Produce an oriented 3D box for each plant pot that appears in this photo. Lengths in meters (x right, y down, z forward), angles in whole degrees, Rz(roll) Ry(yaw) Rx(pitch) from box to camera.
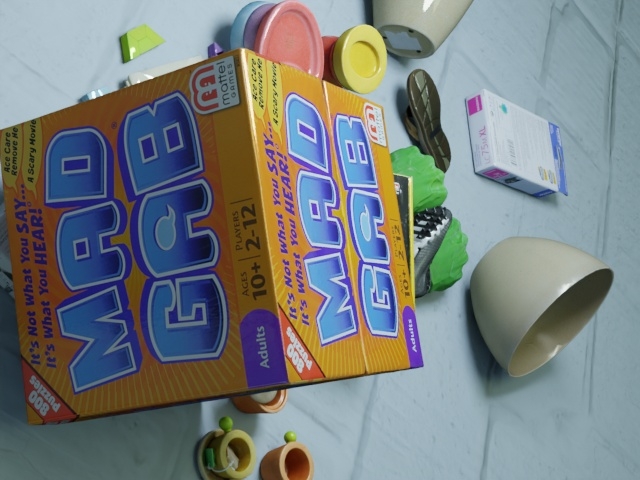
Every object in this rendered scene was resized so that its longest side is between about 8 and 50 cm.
[{"bbox_3d":[0.207,-0.513,2.048,0.256,0.256,0.274,31,70,-37],"label":"plant pot"},{"bbox_3d":[0.407,0.101,2.004,0.284,0.284,0.191,-5,43,-49],"label":"plant pot"}]

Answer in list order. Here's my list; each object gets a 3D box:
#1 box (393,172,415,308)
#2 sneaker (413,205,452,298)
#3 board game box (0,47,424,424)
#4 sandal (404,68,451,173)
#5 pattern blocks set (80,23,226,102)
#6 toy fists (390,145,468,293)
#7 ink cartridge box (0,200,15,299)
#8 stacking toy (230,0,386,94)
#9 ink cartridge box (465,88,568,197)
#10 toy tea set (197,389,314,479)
[{"bbox_3d":[0.000,0.000,1.624,0.322,0.079,0.257,10,74,-30],"label":"box"},{"bbox_3d":[0.164,0.042,1.804,0.234,0.078,0.106,-51,131,-23],"label":"sneaker"},{"bbox_3d":[-0.125,0.016,1.261,0.356,0.356,0.356,7,73,-62],"label":"board game box"},{"bbox_3d":[0.207,-0.235,2.052,0.090,0.060,0.219,-43,122,-42],"label":"sandal"},{"bbox_3d":[-0.214,-0.203,1.580,0.285,0.026,0.325,55,42,-16],"label":"pattern blocks set"},{"bbox_3d":[0.190,-0.039,1.919,0.142,0.096,0.279,-25,95,-38],"label":"toy fists"},{"bbox_3d":[-0.366,0.018,1.293,0.135,0.056,0.099,50,43,-22],"label":"ink cartridge box"},{"bbox_3d":[-0.043,-0.259,1.757,0.309,0.130,0.279,12,88,-47],"label":"stacking toy"},{"bbox_3d":[0.449,-0.209,2.305,0.311,0.065,0.186,13,65,-43],"label":"ink cartridge box"},{"bbox_3d":[-0.057,0.338,1.455,0.200,0.124,0.336,-19,90,-50],"label":"toy tea set"}]
